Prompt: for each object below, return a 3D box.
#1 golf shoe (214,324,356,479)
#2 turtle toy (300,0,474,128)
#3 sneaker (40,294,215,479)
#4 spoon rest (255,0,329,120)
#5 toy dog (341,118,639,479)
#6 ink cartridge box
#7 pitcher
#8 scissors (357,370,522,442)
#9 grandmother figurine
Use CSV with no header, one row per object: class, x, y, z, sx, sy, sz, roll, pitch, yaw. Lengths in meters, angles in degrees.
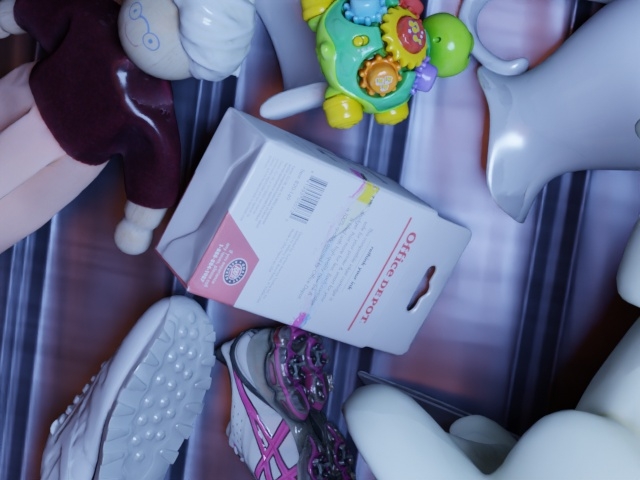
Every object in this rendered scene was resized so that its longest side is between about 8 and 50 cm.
golf shoe,-0.026,0.155,0.908,0.086,0.067,0.186,-11,91,34
turtle toy,0.048,-0.127,0.803,0.066,0.130,0.095,-16,86,43
sneaker,-0.158,0.140,0.911,0.095,0.090,0.235,31,100,40
spoon rest,-0.039,-0.216,0.871,0.137,0.084,0.276,-14,80,10
toy dog,0.277,0.091,0.630,0.408,0.284,0.395,-41,57,10
ink cartridge box,0.000,0.000,0.851,0.198,0.067,0.115,22,103,-36
pitcher,0.201,-0.125,0.815,0.207,0.125,0.177,-20,76,22
scissors,0.161,0.151,0.855,0.297,0.021,0.109,40,111,21
grandmother figurine,-0.171,-0.085,0.840,0.342,0.104,0.208,-33,98,31
